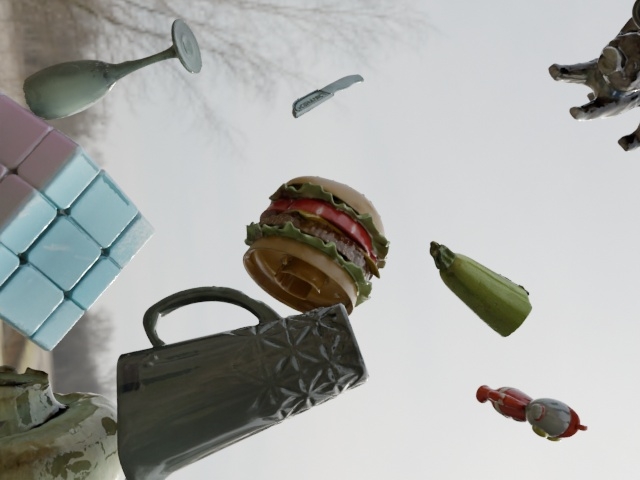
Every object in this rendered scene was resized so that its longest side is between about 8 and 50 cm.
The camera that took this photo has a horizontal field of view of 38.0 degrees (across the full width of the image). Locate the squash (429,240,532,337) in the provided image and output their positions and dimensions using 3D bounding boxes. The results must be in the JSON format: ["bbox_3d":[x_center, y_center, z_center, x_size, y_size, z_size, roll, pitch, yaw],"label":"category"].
[{"bbox_3d":[0.254,0.068,1.543,0.090,0.200,0.075,-47,-177,40],"label":"squash"}]

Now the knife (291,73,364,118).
[{"bbox_3d":[0.009,-0.220,1.392,0.028,0.210,0.015,31,-54,17],"label":"knife"}]

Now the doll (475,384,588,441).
[{"bbox_3d":[0.405,0.325,1.752,0.245,0.142,0.076,15,-98,55],"label":"doll"}]

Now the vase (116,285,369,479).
[{"bbox_3d":[-0.101,0.160,1.128,0.156,0.301,0.251,72,-1,-66],"label":"vase"}]

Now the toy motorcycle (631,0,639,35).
[{"bbox_3d":[0.641,-0.370,1.510,0.205,0.275,0.127,1,91,-63],"label":"toy motorcycle"}]

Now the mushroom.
[{"bbox_3d":[-0.458,0.323,1.399,0.352,0.352,0.260,-166,-105,-74],"label":"mushroom"}]

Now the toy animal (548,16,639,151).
[{"bbox_3d":[0.718,-0.382,2.083,0.303,0.344,0.194,-38,-118,27],"label":"toy animal"}]

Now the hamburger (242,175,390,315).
[{"bbox_3d":[0.000,0.000,1.755,0.212,0.275,0.274,-63,-178,-25],"label":"hamburger"}]

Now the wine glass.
[{"bbox_3d":[-0.338,-0.288,1.694,0.264,0.310,0.096,5,71,-71],"label":"wine glass"}]

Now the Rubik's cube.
[{"bbox_3d":[-0.559,-0.044,1.699,0.319,0.316,0.322,32,-15,28],"label":"Rubik's cube"}]
